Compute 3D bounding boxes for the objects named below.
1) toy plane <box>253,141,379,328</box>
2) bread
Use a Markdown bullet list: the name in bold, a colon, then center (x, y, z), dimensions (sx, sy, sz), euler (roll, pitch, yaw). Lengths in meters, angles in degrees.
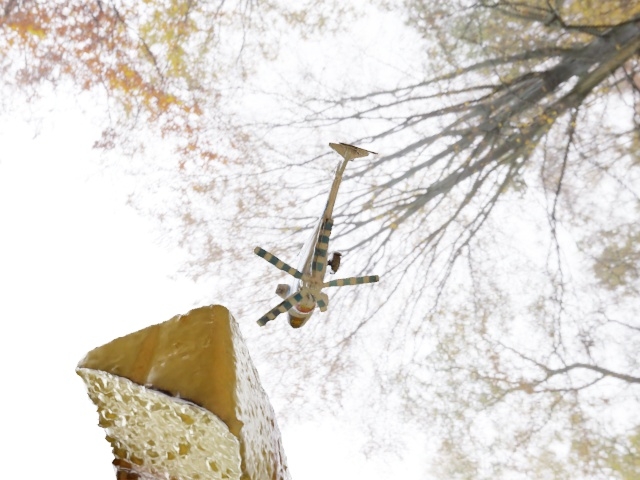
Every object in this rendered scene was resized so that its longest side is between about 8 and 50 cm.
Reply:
- **toy plane**: center (-0.010, -0.004, 0.889), dimensions (0.182, 0.107, 0.273), euler (-3, -85, -9)
- **bread**: center (-0.089, 0.193, 0.532), dimensions (0.142, 0.178, 0.266), euler (-39, -47, -33)
